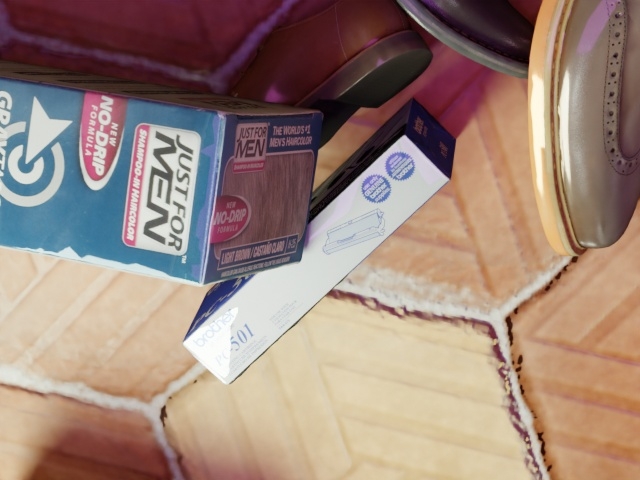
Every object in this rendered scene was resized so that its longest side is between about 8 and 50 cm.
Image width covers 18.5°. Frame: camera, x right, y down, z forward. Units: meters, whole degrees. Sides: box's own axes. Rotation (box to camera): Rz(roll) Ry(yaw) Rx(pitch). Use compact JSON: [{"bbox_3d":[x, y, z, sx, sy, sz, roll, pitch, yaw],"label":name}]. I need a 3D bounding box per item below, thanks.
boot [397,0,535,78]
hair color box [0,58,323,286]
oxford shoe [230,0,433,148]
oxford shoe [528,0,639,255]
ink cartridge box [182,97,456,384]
[{"bbox_3d":[0.105,-0.253,1.216,0.263,0.091,0.229,42,100,-16],"label":"boot"},{"bbox_3d":[-0.192,-0.056,1.218,0.347,0.174,0.105,10,97,18],"label":"hair color box"},{"bbox_3d":[-0.028,-0.095,1.302,0.212,0.076,0.076,-33,72,18],"label":"oxford shoe"},{"bbox_3d":[0.214,-0.152,1.197,0.133,0.130,0.363,16,111,19],"label":"oxford shoe"},{"bbox_3d":[0.000,0.000,1.304,0.046,0.097,0.207,44,107,-8],"label":"ink cartridge box"}]
